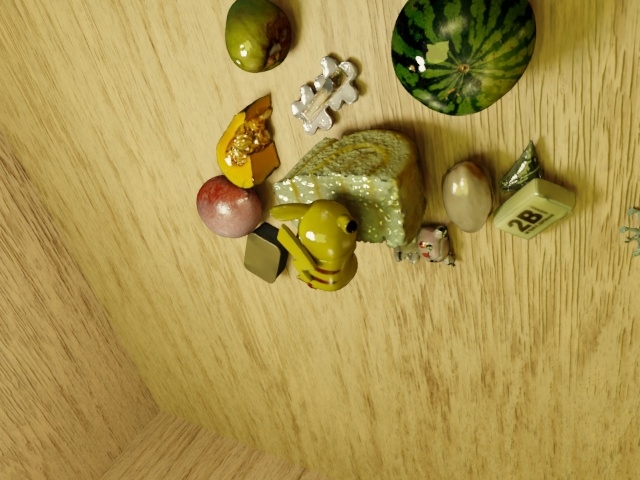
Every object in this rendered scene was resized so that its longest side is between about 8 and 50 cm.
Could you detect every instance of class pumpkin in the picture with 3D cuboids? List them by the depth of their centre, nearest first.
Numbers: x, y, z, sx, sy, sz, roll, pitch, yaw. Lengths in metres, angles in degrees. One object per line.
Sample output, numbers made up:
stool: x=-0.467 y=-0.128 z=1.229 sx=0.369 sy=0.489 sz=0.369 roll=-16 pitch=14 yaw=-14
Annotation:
pumpkin: x=-0.204 y=-0.287 z=1.618 sx=0.190 sy=0.139 sz=0.280 roll=50 pitch=139 yaw=-3

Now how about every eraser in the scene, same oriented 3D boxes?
eraser: x=0.522 y=-0.074 z=1.281 sx=0.117 sy=0.058 sz=0.172 roll=21 pitch=148 yaw=-10

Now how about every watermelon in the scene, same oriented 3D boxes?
watermelon: x=0.290 y=-0.401 z=1.069 sx=0.285 sy=0.285 sz=0.285 roll=19 pitch=132 yaw=23

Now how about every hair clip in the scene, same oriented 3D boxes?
hair clip: x=0.011 y=-0.393 z=1.435 sx=0.146 sy=0.075 sz=0.257 roll=47 pitch=143 yaw=-2

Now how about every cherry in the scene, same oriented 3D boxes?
cherry: x=-0.309 y=-0.108 z=1.765 sx=0.239 sy=0.206 sz=0.239 roll=51 pitch=-179 yaw=-2

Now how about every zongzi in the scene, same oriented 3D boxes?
zongzi: x=0.478 y=-0.178 z=1.270 sx=0.109 sy=0.055 sz=0.119 roll=-13 pitch=116 yaw=32

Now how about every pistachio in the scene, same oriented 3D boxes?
pistachio: x=0.381 y=-0.115 z=1.337 sx=0.143 sy=0.144 sz=0.215 roll=6 pitch=141 yaw=32

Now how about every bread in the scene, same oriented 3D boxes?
bread: x=0.099 y=-0.163 z=1.428 sx=0.395 sy=0.264 sz=0.239 roll=7 pitch=139 yaw=32

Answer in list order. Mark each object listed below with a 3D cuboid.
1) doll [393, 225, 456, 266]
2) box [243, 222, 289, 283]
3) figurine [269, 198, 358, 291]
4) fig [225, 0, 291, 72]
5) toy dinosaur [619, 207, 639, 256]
doll: x=0.298 y=0.011 z=1.528 sx=0.192 sy=0.095 sz=0.149 roll=9 pitch=134 yaw=28
box: x=-0.194 y=0.044 z=1.909 sx=0.144 sy=0.090 sz=0.201 roll=28 pitch=136 yaw=14
figurine: x=0.000 y=0.005 z=1.333 sx=0.218 sy=0.169 sz=0.327 roll=15 pitch=139 yaw=15
fig: x=-0.169 y=-0.543 z=1.362 sx=0.181 sy=0.181 sz=0.191 roll=-39 pitch=74 yaw=47
toy dinosaur: x=0.762 y=-0.038 z=1.198 sx=0.106 sy=0.044 sz=0.187 roll=26 pitch=123 yaw=-2
